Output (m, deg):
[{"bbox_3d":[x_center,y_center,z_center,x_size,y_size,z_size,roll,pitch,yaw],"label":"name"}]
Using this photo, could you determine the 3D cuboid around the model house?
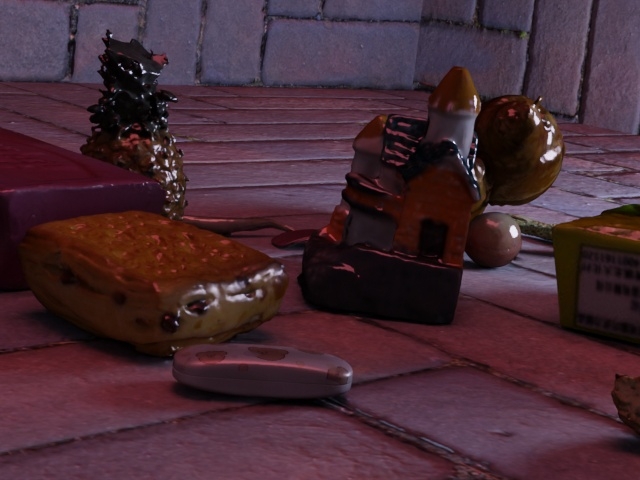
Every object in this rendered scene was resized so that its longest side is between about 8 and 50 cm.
[{"bbox_3d":[0.097,-0.072,1.631,0.190,0.301,0.271,14,12,1],"label":"model house"}]

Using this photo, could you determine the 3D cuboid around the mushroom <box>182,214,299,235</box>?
[{"bbox_3d":[-0.184,-0.031,1.899,0.306,0.043,0.068,9,37,6],"label":"mushroom"}]

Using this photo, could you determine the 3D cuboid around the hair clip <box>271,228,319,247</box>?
[{"bbox_3d":[0.000,-0.001,1.876,0.137,0.022,0.054,2,9,-21],"label":"hair clip"}]

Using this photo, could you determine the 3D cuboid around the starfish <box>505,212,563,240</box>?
[{"bbox_3d":[0.445,-0.014,2.037,0.347,0.078,0.358,-10,9,-44],"label":"starfish"}]

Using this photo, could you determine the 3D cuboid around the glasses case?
[{"bbox_3d":[-0.052,0.118,1.224,0.164,0.041,0.063,4,12,-8],"label":"glasses case"}]

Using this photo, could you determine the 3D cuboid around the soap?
[{"bbox_3d":[-0.393,-0.047,1.641,0.359,0.128,0.233,19,17,42],"label":"soap"}]

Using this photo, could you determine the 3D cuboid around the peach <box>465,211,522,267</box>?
[{"bbox_3d":[0.236,0.000,1.858,0.083,0.083,0.083,6,12,-1],"label":"peach"}]

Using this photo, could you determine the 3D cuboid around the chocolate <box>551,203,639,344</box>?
[{"bbox_3d":[0.455,0.048,1.603,0.301,0.137,0.289,11,12,29],"label":"chocolate"}]

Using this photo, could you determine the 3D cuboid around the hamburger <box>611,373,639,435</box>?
[{"bbox_3d":[0.390,0.145,1.183,0.262,0.124,0.131,14,-5,13],"label":"hamburger"}]

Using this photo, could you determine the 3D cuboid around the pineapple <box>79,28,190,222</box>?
[{"bbox_3d":[-0.251,-0.139,1.785,0.158,0.279,0.158,3,11,-1],"label":"pineapple"}]

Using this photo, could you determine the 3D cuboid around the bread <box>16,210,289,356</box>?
[{"bbox_3d":[-0.176,0.046,1.390,0.235,0.099,0.210,21,20,34],"label":"bread"}]

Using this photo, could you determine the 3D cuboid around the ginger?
[{"bbox_3d":[0.206,-0.103,1.937,0.274,0.152,0.357,-12,-12,-45],"label":"ginger"}]
